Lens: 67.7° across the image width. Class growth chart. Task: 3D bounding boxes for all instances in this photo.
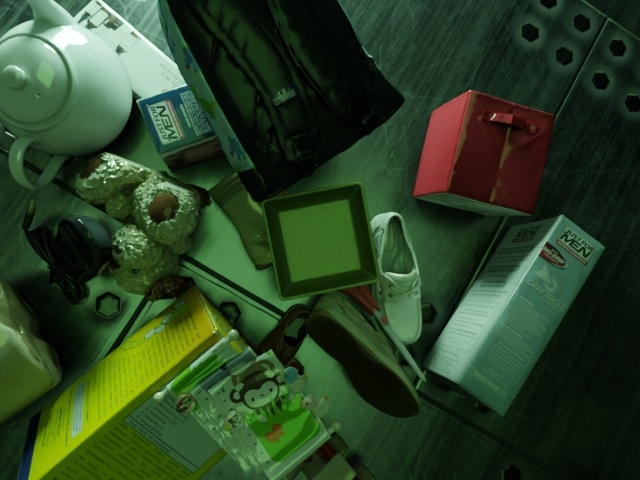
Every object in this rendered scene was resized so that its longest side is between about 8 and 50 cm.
[{"bbox_3d":[-0.097,0.246,0.701,0.237,0.021,0.172,45,83,-7],"label":"growth chart"}]

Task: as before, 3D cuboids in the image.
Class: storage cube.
[{"bbox_3d":[0.318,-0.161,0.958,0.184,0.215,0.193,13,90,-8],"label":"storage cube"}]

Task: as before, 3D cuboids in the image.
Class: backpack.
[{"bbox_3d":[-0.093,-0.288,0.718,0.290,0.273,0.355,-38,117,-7],"label":"backpack"}]

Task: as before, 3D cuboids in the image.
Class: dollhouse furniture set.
[{"bbox_3d":[-0.007,0.351,0.850,0.135,0.262,0.259,-43,61,-10],"label":"dollhouse furniture set"}]

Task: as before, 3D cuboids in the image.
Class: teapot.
[{"bbox_3d":[-0.469,-0.259,0.821,0.253,0.187,0.256,-33,97,9],"label":"teapot"}]

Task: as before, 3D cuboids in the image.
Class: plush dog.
[{"bbox_3d":[-0.314,-0.009,0.878,0.262,0.211,0.225,26,96,23],"label":"plush dog"}]

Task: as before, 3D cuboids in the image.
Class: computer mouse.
[{"bbox_3d":[-0.434,-0.008,0.826,0.060,0.262,0.184,-35,89,-42],"label":"computer mouse"}]

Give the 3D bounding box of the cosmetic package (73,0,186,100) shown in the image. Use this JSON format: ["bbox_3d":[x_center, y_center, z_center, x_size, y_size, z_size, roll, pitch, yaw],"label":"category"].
[{"bbox_3d":[-0.371,-0.352,0.935,0.239,0.060,0.099,39,81,-4],"label":"cosmetic package"}]

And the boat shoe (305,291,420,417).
[{"bbox_3d":[0.096,0.223,0.935,0.302,0.109,0.098,47,35,-12],"label":"boat shoe"}]

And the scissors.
[{"bbox_3d":[0.116,0.141,0.942,0.297,0.109,0.021,46,117,5],"label":"scissors"}]

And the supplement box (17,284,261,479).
[{"bbox_3d":[-0.273,0.282,0.796,0.356,0.195,0.194,-40,118,-8],"label":"supplement box"}]

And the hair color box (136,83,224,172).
[{"bbox_3d":[-0.146,-0.247,0.905,0.347,0.174,0.105,-22,91,-10],"label":"hair color box"}]

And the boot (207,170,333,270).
[{"bbox_3d":[-0.066,-0.090,0.948,0.262,0.095,0.203,-34,90,-6],"label":"boot"}]

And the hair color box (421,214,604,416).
[{"bbox_3d":[0.373,0.139,0.950,0.114,0.185,0.374,36,81,-4],"label":"hair color box"}]

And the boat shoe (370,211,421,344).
[{"bbox_3d":[0.154,0.078,0.965,0.098,0.096,0.277,-11,87,-10],"label":"boat shoe"}]

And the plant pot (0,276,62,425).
[{"bbox_3d":[-0.609,0.211,0.743,0.305,0.334,0.333,-31,91,-21],"label":"plant pot"}]

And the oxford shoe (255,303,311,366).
[{"bbox_3d":[-0.084,0.218,0.928,0.076,0.076,0.212,31,83,-7],"label":"oxford shoe"}]

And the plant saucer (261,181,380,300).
[{"bbox_3d":[0.000,0.000,0.880,0.188,0.045,0.188,-11,93,-4],"label":"plant saucer"}]
